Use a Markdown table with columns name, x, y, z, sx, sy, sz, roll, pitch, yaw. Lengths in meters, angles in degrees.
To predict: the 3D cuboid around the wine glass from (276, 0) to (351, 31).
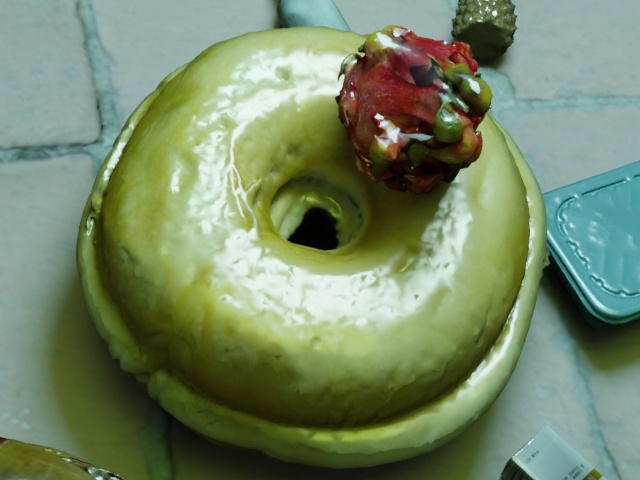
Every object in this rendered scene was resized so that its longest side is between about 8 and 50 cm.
| name | x | y | z | sx | sy | sz | roll | pitch | yaw |
| --- | --- | --- | --- | --- | --- | --- | --- | --- | --- |
| wine glass | -0.025 | -0.253 | 1.742 | 0.074 | 0.074 | 0.262 | -20 | 64 | -21 |

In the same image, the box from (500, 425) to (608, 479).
| name | x | y | z | sx | sy | sz | roll | pitch | yaw |
| --- | --- | --- | --- | --- | --- | --- | --- | --- | --- |
| box | 0.258 | 0.259 | 1.474 | 0.218 | 0.039 | 0.055 | 42 | 59 | 16 |

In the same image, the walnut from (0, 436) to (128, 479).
| name | x | y | z | sx | sy | sz | roll | pitch | yaw |
| --- | --- | --- | --- | --- | --- | --- | --- | --- | --- |
| walnut | -0.254 | 0.228 | 1.358 | 0.245 | 0.137 | 0.137 | 17 | 56 | 5 |

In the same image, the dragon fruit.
| name | x | y | z | sx | sy | sz | roll | pitch | yaw |
| --- | --- | --- | --- | --- | --- | --- | --- | --- | --- |
| dragon fruit | 0.085 | -0.108 | 1.396 | 0.133 | 0.150 | 0.208 | -18 | 17 | -7 |

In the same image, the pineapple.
| name | x | y | z | sx | sy | sz | roll | pitch | yaw |
| --- | --- | --- | --- | --- | --- | --- | --- | --- | --- |
| pineapple | 0.177 | -0.266 | 1.787 | 0.074 | 0.074 | 0.159 | 10 | 49 | -3 |

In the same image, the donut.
| name | x | y | z | sx | sy | sz | roll | pitch | yaw |
| --- | --- | --- | --- | --- | --- | --- | --- | --- | --- |
| donut | 0.000 | 0.000 | 1.503 | 0.448 | 0.198 | 0.449 | 4 | 58 | -6 |

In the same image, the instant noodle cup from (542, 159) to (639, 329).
| name | x | y | z | sx | sy | sz | roll | pitch | yaw |
| --- | --- | --- | --- | --- | --- | --- | --- | --- | --- |
| instant noodle cup | 0.302 | 0.010 | 1.625 | 0.179 | 0.070 | 0.157 | -19 | 61 | -20 |
